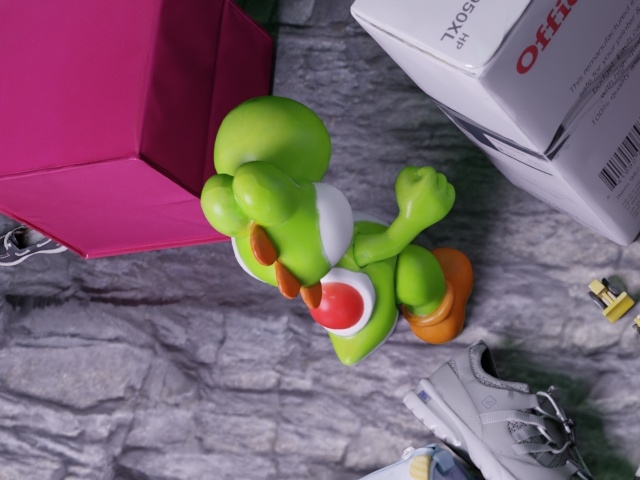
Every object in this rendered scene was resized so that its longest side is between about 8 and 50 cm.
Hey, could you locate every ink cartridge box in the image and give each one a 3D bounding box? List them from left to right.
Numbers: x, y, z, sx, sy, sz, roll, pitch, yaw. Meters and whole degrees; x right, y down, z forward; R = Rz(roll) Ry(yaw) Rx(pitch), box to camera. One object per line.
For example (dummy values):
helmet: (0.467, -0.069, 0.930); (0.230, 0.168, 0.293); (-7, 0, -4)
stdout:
ink cartridge box: (0.242, -0.211, 1.560); (0.166, 0.395, 0.285); (32, 86, 36)

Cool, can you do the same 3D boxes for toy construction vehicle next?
toy construction vehicle: (0.316, 0.053, 1.622); (0.086, 0.035, 0.098); (-43, 54, 7)

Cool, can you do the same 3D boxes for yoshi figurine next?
yoshi figurine: (0.009, -0.026, 1.634); (0.203, 0.362, 0.203); (-49, 53, 3)

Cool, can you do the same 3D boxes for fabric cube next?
fabric cube: (-0.224, -0.148, 1.891); (0.254, 0.259, 0.258); (-7, 67, 27)

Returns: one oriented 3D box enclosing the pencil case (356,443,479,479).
pencil case: (0.024, 0.288, 1.622); (0.273, 0.113, 0.124); (-21, 100, 28)

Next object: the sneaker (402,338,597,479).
sneaker: (0.203, 0.191, 1.584); (0.281, 0.105, 0.115); (38, 87, 35)

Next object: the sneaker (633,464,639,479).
sneaker: (0.325, 0.239, 1.542); (0.083, 0.032, 0.037); (43, 107, 41)

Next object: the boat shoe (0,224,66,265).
boat shoe: (-0.364, 0.001, 2.038); (0.125, 0.038, 0.046); (-7, 65, 27)
